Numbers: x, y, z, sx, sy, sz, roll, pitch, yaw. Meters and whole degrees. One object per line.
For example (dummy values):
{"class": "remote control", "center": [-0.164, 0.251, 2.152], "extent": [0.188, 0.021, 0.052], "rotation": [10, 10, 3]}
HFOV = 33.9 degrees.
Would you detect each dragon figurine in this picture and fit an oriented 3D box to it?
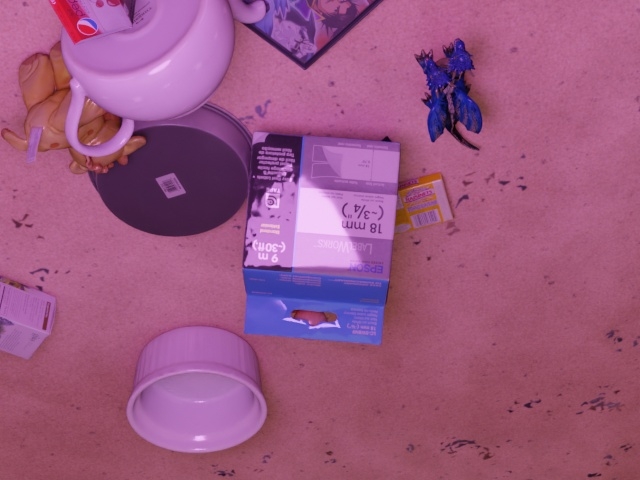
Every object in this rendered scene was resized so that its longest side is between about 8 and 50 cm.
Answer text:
{"class": "dragon figurine", "center": [0.205, -0.210, 1.651], "extent": [0.085, 0.144, 0.289], "rotation": [-10, 135, 5]}

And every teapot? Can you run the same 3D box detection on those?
{"class": "teapot", "center": [-0.224, -0.255, 1.458], "extent": [0.256, 0.253, 0.187], "rotation": [-5, 152, 16]}

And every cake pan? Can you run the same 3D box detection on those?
{"class": "cake pan", "center": [-0.247, -0.112, 1.768], "extent": [0.293, 0.054, 0.293], "rotation": [-3, 135, -3]}

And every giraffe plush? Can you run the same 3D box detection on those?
{"class": "giraffe plush", "center": [-0.360, -0.180, 1.610], "extent": [0.181, 0.210, 0.170], "rotation": [9, 164, 33]}

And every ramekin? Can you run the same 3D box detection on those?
{"class": "ramekin", "center": [-0.248, 0.296, 2.119], "extent": [0.277, 0.135, 0.277], "rotation": [-3, 134, -3]}

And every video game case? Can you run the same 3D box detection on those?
{"class": "video game case", "center": [-0.019, -0.402, 1.514], "extent": [0.248, 0.035, 0.275], "rotation": [32, 124, -32]}

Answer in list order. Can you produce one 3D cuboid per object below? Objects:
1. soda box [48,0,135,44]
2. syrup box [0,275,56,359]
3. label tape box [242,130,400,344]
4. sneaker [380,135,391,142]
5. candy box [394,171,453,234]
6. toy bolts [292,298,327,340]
{"class": "soda box", "center": [-0.288, -0.371, 1.355], "extent": [0.083, 0.263, 0.092], "rotation": [-15, 134, 10]}
{"class": "syrup box", "center": [-0.617, 0.123, 1.935], "extent": [0.237, 0.096, 0.093], "rotation": [24, 130, -27]}
{"class": "label tape box", "center": [0.000, 0.000, 1.710], "extent": [0.240, 0.106, 0.334], "rotation": [4, 90, 1]}
{"class": "sneaker", "center": [0.053, -0.111, 1.805], "extent": [0.170, 0.051, 0.089], "rotation": [-20, 134, 7]}
{"class": "candy box", "center": [0.127, -0.053, 1.883], "extent": [0.205, 0.027, 0.105], "rotation": [-15, 132, 8]}
{"class": "toy bolts", "center": [0.003, 0.100, 1.896], "extent": [0.228, 0.159, 0.218], "rotation": [-3, 172, -30]}
